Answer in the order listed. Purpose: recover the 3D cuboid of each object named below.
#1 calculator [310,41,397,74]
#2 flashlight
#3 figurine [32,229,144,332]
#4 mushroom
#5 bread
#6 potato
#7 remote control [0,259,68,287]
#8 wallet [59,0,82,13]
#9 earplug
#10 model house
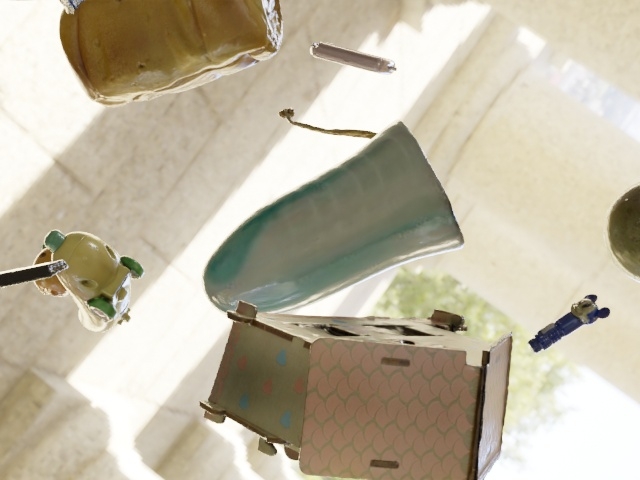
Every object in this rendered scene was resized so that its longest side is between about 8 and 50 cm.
[{"bbox_3d":[0.064,-0.346,2.177,0.100,0.175,0.032,-16,122,-68],"label":"calculator"},{"bbox_3d":[0.343,0.116,1.603,0.121,0.057,0.035,-32,126,0],"label":"flashlight"},{"bbox_3d":[-0.474,0.083,2.268,0.124,0.222,0.324,-62,176,-25],"label":"figurine"},{"bbox_3d":[0.035,-0.173,1.820,0.026,0.286,0.028,17,93,-50],"label":"mushroom"},{"bbox_3d":[-0.196,-0.282,1.524,0.294,0.167,0.132,-12,-175,25],"label":"bread"},{"bbox_3d":[0.564,-0.012,1.844,0.160,0.235,0.178,-172,-90,-76],"label":"potato"},{"bbox_3d":[-0.520,0.065,1.833,0.245,0.025,0.063,-11,-174,20],"label":"remote control"},{"bbox_3d":[-0.222,-0.346,1.107,0.335,0.068,0.275,-140,-110,-78],"label":"wallet"},{"bbox_3d":[0.000,0.000,1.460,0.324,0.185,0.185,-28,168,0],"label":"earplug"},{"bbox_3d":[0.080,0.161,1.132,0.326,0.244,0.169,6,92,-39],"label":"model house"}]
